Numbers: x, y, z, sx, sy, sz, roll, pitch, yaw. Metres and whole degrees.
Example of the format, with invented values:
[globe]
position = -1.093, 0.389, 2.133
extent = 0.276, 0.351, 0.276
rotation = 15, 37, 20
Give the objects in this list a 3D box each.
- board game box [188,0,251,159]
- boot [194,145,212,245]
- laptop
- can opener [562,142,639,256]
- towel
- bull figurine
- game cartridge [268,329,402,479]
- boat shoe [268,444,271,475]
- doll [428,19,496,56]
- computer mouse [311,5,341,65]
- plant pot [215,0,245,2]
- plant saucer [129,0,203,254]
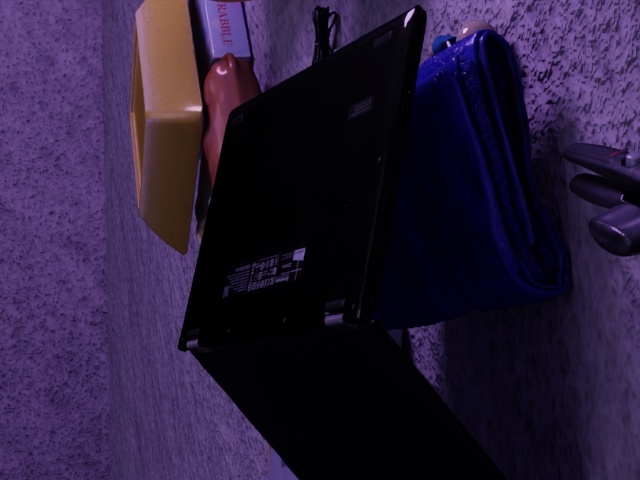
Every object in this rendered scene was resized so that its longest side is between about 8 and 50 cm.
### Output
[board game box]
position = -0.199, -0.348, 2.113
extent = 0.318, 0.066, 0.318
rotation = 121, 143, -60
[boot]
position = -0.153, -0.083, 1.984
extent = 0.213, 0.077, 0.165
rotation = -114, 29, -59
[laptop]
position = 0.051, 0.060, 1.164
extent = 0.382, 0.236, 0.408
rotation = -16, 60, 61
[can opener]
position = 0.212, -0.040, 0.895
extent = 0.186, 0.073, 0.059
rotation = -115, 19, -69
[towel]
position = 0.089, -0.037, 1.141
extent = 0.308, 0.076, 0.227
rotation = -22, 81, 64
[bull figurine]
position = -0.123, -0.111, 1.845
extent = 0.188, 0.101, 0.310
rotation = 138, 131, -73
[game cartridge]
position = 0.013, 0.213, 1.449
extent = 0.297, 0.062, 0.198
rotation = 141, 133, -62
[boat shoe]
position = -0.064, 0.271, 1.792
extent = 0.056, 0.048, 0.153
rotation = 112, 150, -52
[doll]
position = 0.125, -0.127, 1.170
extent = 0.129, 0.046, 0.189
rotation = 63, 151, 32
[computer mouse]
position = 0.017, -0.191, 1.501
extent = 0.193, 0.042, 0.106
rotation = -114, 29, -50
[plant pot]
position = -0.126, -0.458, 1.703
extent = 0.205, 0.205, 0.188
rotation = 122, 158, -60
[plant saucer]
position = -0.253, -0.200, 2.007
extent = 0.333, 0.081, 0.332
rotation = 104, 161, -49
